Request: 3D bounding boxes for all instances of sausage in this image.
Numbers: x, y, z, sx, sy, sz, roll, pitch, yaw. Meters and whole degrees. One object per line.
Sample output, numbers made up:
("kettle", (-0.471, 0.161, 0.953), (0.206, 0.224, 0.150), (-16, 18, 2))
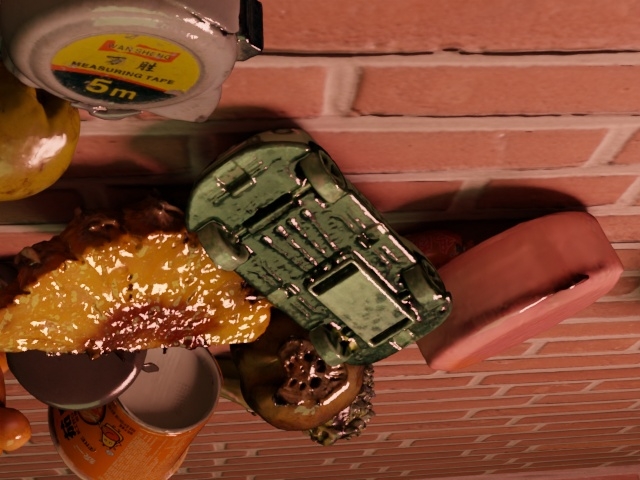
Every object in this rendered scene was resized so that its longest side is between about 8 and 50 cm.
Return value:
("sausage", (0.010, 0.040, 1.093), (0.348, 0.053, 0.053), (-13, 156, 19))

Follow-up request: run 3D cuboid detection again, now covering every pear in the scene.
("pear", (-0.236, -0.077, 0.690), (0.131, 0.107, 0.107), (-23, 152, 29))

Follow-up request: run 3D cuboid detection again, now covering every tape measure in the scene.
("tape measure", (-0.197, -0.143, 0.557), (0.330, 0.084, 0.164), (7, 153, -30))

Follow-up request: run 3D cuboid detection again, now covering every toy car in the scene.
("toy car", (0.000, 0.000, 0.894), (0.136, 0.125, 0.306), (-34, 127, 16))

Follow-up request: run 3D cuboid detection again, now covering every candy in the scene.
("candy", (0.214, 0.056, 1.039), (0.255, 0.094, 0.255), (-24, 163, -8))

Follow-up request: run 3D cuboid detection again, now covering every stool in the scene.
("stool", (-0.295, 0.093, 1.076), (0.153, 0.228, 0.139), (-43, -171, -14))

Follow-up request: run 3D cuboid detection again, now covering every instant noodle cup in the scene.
("instant noodle cup", (-0.246, 0.219, 1.296), (0.216, 0.215, 0.172), (9, 145, -31))

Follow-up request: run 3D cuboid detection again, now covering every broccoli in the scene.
("broccoli", (-0.066, 0.217, 1.429), (0.304, 0.164, 0.145), (-1, -167, 25))

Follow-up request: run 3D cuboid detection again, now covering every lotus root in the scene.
("lotus root", (-0.028, 0.150, 1.168), (0.160, 0.152, 0.275), (-24, -173, -9))

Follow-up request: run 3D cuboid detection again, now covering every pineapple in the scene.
("pineapple", (-0.171, 0.010, 0.920), (0.335, 0.158, 0.161), (3, 118, -30))

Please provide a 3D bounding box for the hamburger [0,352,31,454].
("hamburger", (-0.487, 0.202, 1.129), (0.237, 0.276, 0.276), (-23, 161, -13))
